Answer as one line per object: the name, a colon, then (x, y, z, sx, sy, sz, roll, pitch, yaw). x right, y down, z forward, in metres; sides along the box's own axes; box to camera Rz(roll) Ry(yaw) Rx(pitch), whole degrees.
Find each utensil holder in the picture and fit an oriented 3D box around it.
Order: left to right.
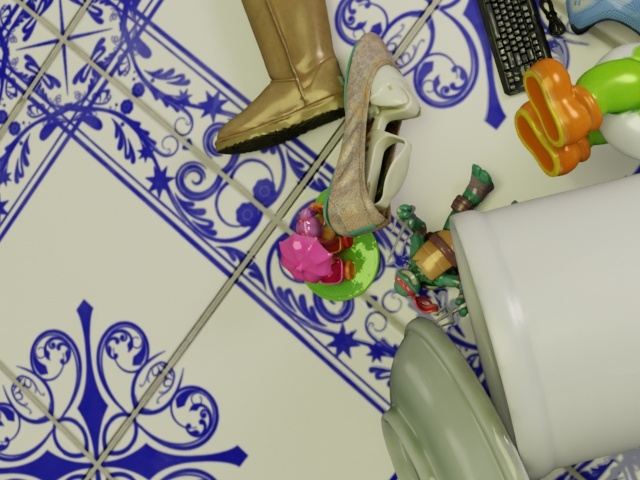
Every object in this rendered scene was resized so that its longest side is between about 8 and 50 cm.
utensil holder: (0.379, 0.079, 1.282, 0.385, 0.327, 0.328, -15, 82, 3)

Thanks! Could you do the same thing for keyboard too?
keyboard: (0.288, -0.305, 1.530, 0.108, 0.023, 0.180, -18, 82, 19)

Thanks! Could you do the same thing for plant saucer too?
plant saucer: (0.162, 0.296, 1.344, 0.100, 0.400, 0.401, -23, 78, -8)

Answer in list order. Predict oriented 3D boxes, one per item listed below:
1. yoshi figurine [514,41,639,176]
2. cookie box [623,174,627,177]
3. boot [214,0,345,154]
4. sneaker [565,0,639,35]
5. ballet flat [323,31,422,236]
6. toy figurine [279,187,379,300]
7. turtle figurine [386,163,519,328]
yoshi figurine: (0.403, -0.232, 1.288, 0.362, 0.203, 0.203, -24, 119, -5)
cookie box: (0.406, -0.018, 1.460, 0.107, 0.040, 0.092, -43, 74, 14)
boot: (-0.082, -0.286, 1.639, 0.236, 0.089, 0.270, -19, 80, 8)
sneaker: (0.483, -0.313, 1.419, 0.329, 0.129, 0.147, 7, 104, 24)
ballet flat: (0.087, -0.153, 1.523, 0.106, 0.107, 0.316, -4, 71, 39)
toy figurine: (0.000, 0.000, 1.549, 0.130, 0.159, 0.173, -3, 86, 20)
turtle figurine: (0.171, 0.013, 1.507, 0.234, 0.118, 0.175, -43, 90, -3)
